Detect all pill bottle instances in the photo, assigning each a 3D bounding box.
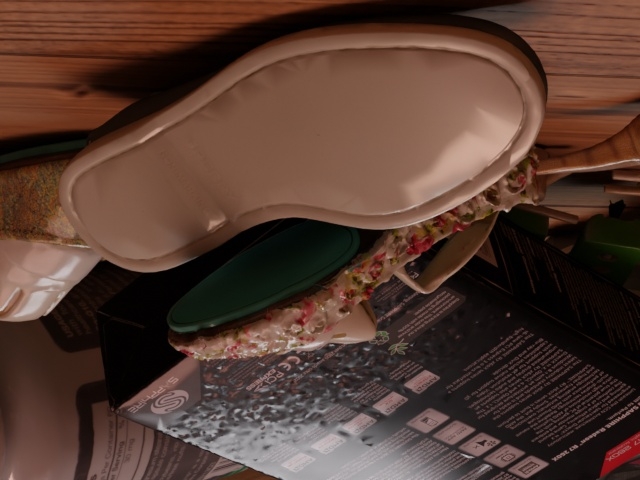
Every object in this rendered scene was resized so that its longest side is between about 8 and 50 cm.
[{"bbox_3d":[-0.211,0.124,1.579,0.204,0.204,0.361,-8,-179,43],"label":"pill bottle"}]

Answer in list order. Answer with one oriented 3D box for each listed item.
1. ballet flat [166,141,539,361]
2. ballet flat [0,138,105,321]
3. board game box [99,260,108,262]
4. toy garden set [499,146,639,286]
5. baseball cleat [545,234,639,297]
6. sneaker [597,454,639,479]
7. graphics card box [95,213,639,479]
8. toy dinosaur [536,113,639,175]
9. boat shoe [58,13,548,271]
[{"bbox_3d":[0.029,0.009,1.092,0.241,0.077,0.091,-35,-155,-9],"label":"ballet flat"},{"bbox_3d":[-0.235,0.006,1.352,0.348,0.123,0.123,-7,168,38],"label":"ballet flat"},{"bbox_3d":[-0.369,0.049,1.774,0.318,0.066,0.318,-6,170,37],"label":"board game box"},{"bbox_3d":[0.168,-0.023,1.329,0.244,0.049,0.204,9,161,0],"label":"toy garden set"},{"bbox_3d":[0.243,0.020,1.523,0.072,0.109,0.206,39,-177,-26],"label":"baseball cleat"},{"bbox_3d":[0.273,0.127,1.738,0.482,0.185,0.202,-32,172,40],"label":"sneaker"},{"bbox_3d":[0.061,0.082,1.324,0.233,0.094,0.371,-37,137,28],"label":"graphics card box"},{"bbox_3d":[0.200,-0.059,1.135,0.112,0.064,0.211,29,147,-32],"label":"toy dinosaur"},{"bbox_3d":[-0.007,-0.066,1.046,0.319,0.116,0.099,-16,-155,40],"label":"boat shoe"}]
